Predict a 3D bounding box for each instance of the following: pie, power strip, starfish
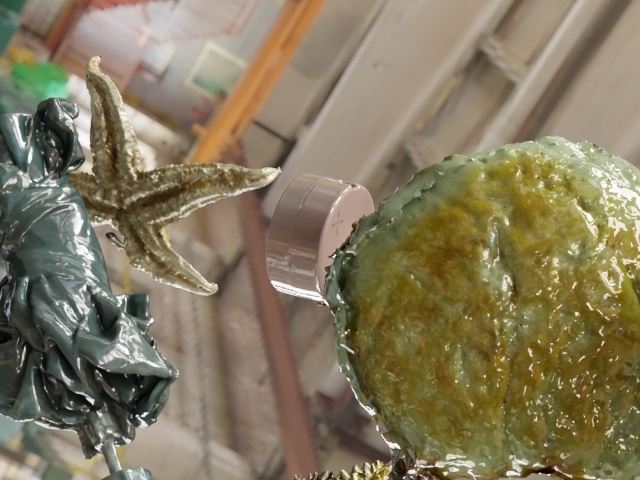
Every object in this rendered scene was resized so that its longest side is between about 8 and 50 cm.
[{"bbox_3d":[0.224,0.086,1.720,0.418,0.395,0.180,-19,-177,15],"label":"pie"},{"bbox_3d":[0.000,0.000,1.911,0.154,0.078,0.154,-42,139,-51],"label":"power strip"},{"bbox_3d":[-0.161,-0.058,1.324,0.050,0.247,0.138,-12,131,-62],"label":"starfish"}]

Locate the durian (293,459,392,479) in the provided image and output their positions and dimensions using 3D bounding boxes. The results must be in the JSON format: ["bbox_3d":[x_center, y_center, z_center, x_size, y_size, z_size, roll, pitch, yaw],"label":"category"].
[{"bbox_3d":[0.047,0.428,2.273,0.258,0.293,0.258,42,-40,48],"label":"durian"}]

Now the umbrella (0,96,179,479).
[{"bbox_3d":[-0.203,0.052,1.216,0.143,0.094,0.349,-30,-113,22],"label":"umbrella"}]
